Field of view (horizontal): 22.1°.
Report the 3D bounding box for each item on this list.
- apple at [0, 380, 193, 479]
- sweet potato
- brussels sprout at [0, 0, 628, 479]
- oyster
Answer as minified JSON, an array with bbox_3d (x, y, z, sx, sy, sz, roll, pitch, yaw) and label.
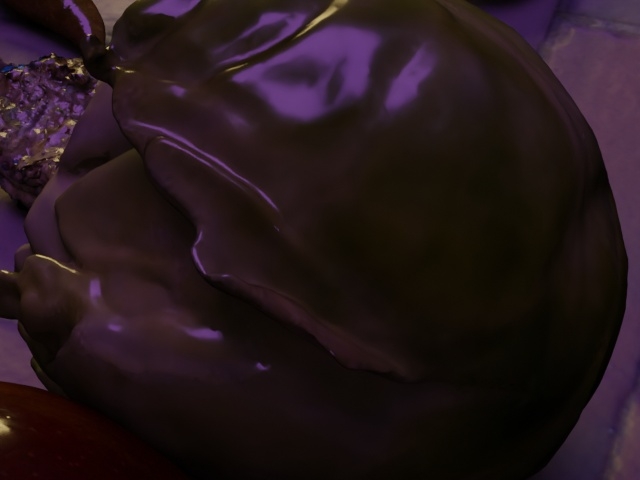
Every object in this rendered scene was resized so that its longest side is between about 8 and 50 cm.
[{"bbox_3d":[-0.170,0.236,0.895,0.317,0.288,0.288,28,49,1],"label":"apple"},{"bbox_3d":[-0.269,-0.252,1.534,0.077,0.077,0.244,-27,49,-23],"label":"sweet potato"},{"bbox_3d":[0.011,0.016,1.047,0.361,0.425,0.342,33,78,2],"label":"brussels sprout"},{"bbox_3d":[-0.167,-0.089,1.360,0.260,0.092,0.198,13,50,10],"label":"oyster"}]
